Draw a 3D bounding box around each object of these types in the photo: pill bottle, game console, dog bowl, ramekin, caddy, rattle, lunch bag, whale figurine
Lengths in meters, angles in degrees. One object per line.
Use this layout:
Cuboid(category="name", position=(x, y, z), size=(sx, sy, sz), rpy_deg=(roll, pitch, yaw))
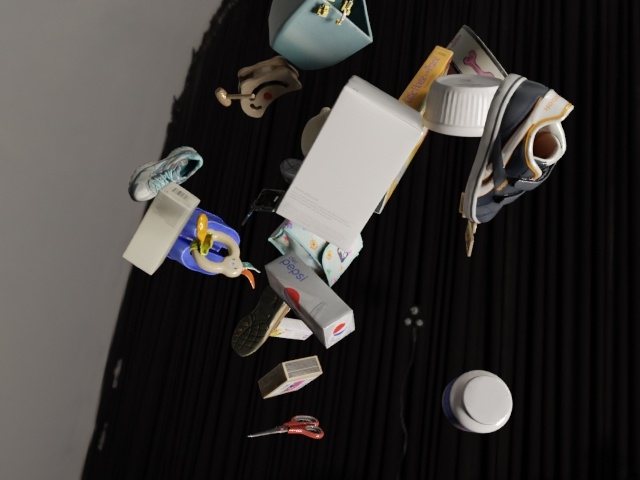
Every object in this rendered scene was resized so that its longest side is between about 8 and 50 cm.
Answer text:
Cuboid(category="pill bottle", position=(0.403, 0.416, 1.393), size=(0.152, 0.152, 0.272), rpy_deg=(7, 163, 8))
Cuboid(category="game console", position=(-0.165, -0.094, 1.577), size=(0.107, 0.071, 0.122), rpy_deg=(6, -147, 12))
Cuboid(category="dog bowl", position=(0.532, -0.495, 1.783), size=(0.150, 0.408, 0.408), rpy_deg=(-36, 150, 20))
Cuboid(category="ramekin", position=(0.354, -0.333, 1.308), size=(0.207, 0.109, 0.207), rpy_deg=(-1, -153, 1))
Cuboid(category="caddy", position=(-0.511, 0.000, 2.283), size=(0.179, 0.241, 0.341), rpy_deg=(31, -178, 34))
Cuboid(category="rattle", position=(-0.230, 0.024, 1.387), size=(0.199, 0.143, 0.130), rpy_deg=(36, -147, 7))
Cuboid(category="lunch bag", position=(0.000, 0.000, 1.774), size=(0.262, 0.223, 0.160), rpy_deg=(45, 145, -8))
Cuboid(category="whale figurine", position=(0.049, -0.386, 1.919), size=(0.141, 0.216, 0.272), rpy_deg=(20, 135, -32))

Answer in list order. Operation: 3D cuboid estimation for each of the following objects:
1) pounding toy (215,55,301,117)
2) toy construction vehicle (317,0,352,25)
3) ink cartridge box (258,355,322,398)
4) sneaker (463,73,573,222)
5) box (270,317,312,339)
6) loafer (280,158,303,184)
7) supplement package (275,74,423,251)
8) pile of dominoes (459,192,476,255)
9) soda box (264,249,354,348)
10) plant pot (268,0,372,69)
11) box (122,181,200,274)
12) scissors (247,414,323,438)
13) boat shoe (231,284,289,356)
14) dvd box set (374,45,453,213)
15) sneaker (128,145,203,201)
Cuboid(category="pounding toy", position=(-0.192, -0.470, 1.768), size=(0.269, 0.155, 0.154), rpy_deg=(-18, 144, 5))
Cuboid(category="toy construction vehicle", position=(0.041, -0.631, 1.452), size=(0.086, 0.035, 0.098), rpy_deg=(7, 146, -29))
Cuboid(category="ink cartridge box", position=(-0.135, 0.603, 2.386), size=(0.193, 0.088, 0.235), rpy_deg=(-1, 149, -38))
Cuboid(category="sneaker", position=(0.350, -0.132, 0.976), size=(0.127, 0.126, 0.321), rpy_deg=(31, 148, 25))
Cuboid(category="box", position=(-0.159, 0.369, 2.295), size=(0.063, 0.067, 0.324), rpy_deg=(-42, 148, 21))
Cuboid(category="loafer", position=(-0.014, -0.223, 2.078), size=(0.302, 0.109, 0.095), rpy_deg=(25, 149, 19))
Cuboid(category="supplement package", position=(0.062, -0.161, 1.119), size=(0.175, 0.293, 0.177), rpy_deg=(29, -154, -4))
Cuboid(category="pile of dominoes", position=(0.418, -0.073, 1.537), size=(0.040, 0.196, 0.251), rpy_deg=(9, -162, 11))
Cuboid(category="soda box", position=(-0.033, 0.154, 1.467), size=(0.286, 0.098, 0.091), rpy_deg=(43, 154, 37))
Cuboid(category="plant pot", position=(-0.027, -0.676, 1.656), size=(0.252, 0.248, 0.247), rpy_deg=(-31, 140, 34))
Cuboid(category="box", position=(-0.490, -0.037, 1.662), size=(0.113, 0.275, 0.094), rpy_deg=(36, -156, -7))
Cuboid(category="scissors", position=(-0.118, 0.593, 1.717), size=(0.297, 0.021, 0.109), rpy_deg=(12, -164, -33))
Cuboid(category="boat shoe", position=(-0.200, 0.298, 2.017), size=(0.122, 0.324, 0.120), rpy_deg=(43, -167, 23))
Cuboid(category="dvd box set", position=(0.247, -0.315, 1.523), size=(0.062, 0.420, 0.307), rpy_deg=(24, 140, 12))
Cuboid(category="sneaker", position=(-0.530, -0.228, 1.859), size=(0.122, 0.283, 0.110), rpy_deg=(26, 150, 46))
